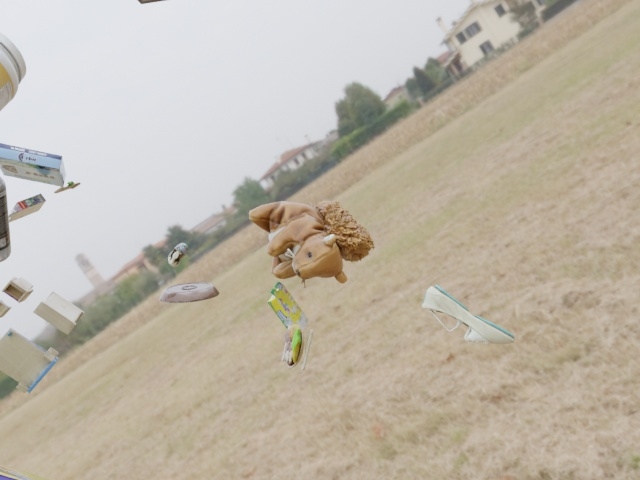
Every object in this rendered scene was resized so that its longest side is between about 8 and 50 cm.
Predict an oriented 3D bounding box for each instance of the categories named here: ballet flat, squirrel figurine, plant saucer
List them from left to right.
[{"bbox_3d":[-0.417,0.048,1.701,0.114,0.041,0.041,-46,-3,42],"label":"ballet flat"},{"bbox_3d":[-0.371,0.145,1.681,0.168,0.029,0.168,-2,7,0],"label":"plant saucer"},{"bbox_3d":[0.000,0.000,2.100,0.397,0.281,0.370,-22,24,-22],"label":"squirrel figurine"},{"bbox_3d":[0.366,0.209,1.499,0.086,0.248,0.086,-53,-11,-15],"label":"ballet flat"}]

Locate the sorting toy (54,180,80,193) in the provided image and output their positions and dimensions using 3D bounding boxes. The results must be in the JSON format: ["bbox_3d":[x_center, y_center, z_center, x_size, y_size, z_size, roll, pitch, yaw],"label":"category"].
[{"bbox_3d":[-0.740,-0.161,1.746,0.083,0.012,0.062,-19,5,39],"label":"sorting toy"}]

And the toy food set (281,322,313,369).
[{"bbox_3d":[-0.085,0.308,1.741,0.192,0.038,0.132,-10,67,66],"label":"toy food set"}]

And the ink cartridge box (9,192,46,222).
[{"bbox_3d":[-0.828,-0.088,1.648,0.063,0.029,0.115,-34,2,39],"label":"ink cartridge box"}]

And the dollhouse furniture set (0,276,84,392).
[{"bbox_3d":[-1.028,0.323,2.061,0.303,0.286,0.198,-52,14,-5],"label":"dollhouse furniture set"}]

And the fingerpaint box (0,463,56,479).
[{"bbox_3d":[-0.891,0.774,1.741,0.371,0.445,0.163,-7,55,44],"label":"fingerpaint box"}]

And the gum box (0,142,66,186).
[{"bbox_3d":[-0.767,-0.198,1.577,0.184,0.157,0.041,153,126,-67],"label":"gum box"}]

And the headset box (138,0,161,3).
[{"bbox_3d":[-0.489,-0.903,1.936,0.293,0.110,0.218,13,72,39],"label":"headset box"}]

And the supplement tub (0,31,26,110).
[{"bbox_3d":[-0.971,-0.419,1.596,0.228,0.228,0.316,-28,32,43],"label":"supplement tub"}]

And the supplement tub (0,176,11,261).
[{"bbox_3d":[-0.657,-0.054,1.125,0.117,0.190,0.117,7,21,-2],"label":"supplement tub"}]

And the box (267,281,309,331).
[{"bbox_3d":[-0.115,0.233,2.025,0.043,0.179,0.105,-29,10,21],"label":"box"}]
